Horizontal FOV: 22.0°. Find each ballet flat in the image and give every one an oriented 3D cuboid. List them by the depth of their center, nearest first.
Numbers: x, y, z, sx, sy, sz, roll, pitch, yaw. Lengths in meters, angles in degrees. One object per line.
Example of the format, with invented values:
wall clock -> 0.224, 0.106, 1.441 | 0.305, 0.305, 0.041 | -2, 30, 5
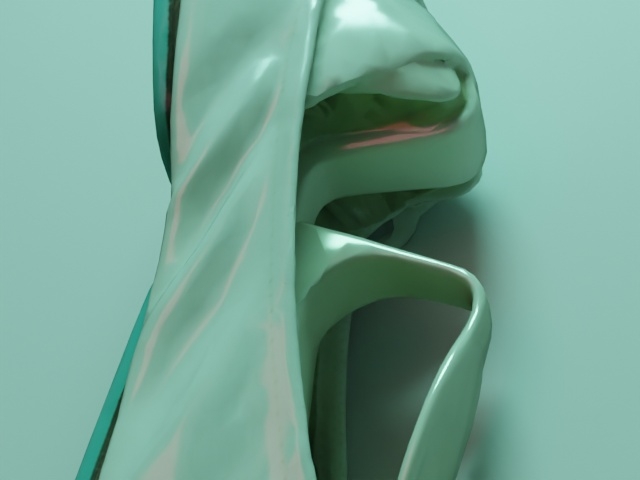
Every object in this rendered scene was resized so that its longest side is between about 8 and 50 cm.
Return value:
ballet flat -> 0.000, 0.000, 0.598 | 0.139, 0.139, 0.400 | -16, 52, 32
